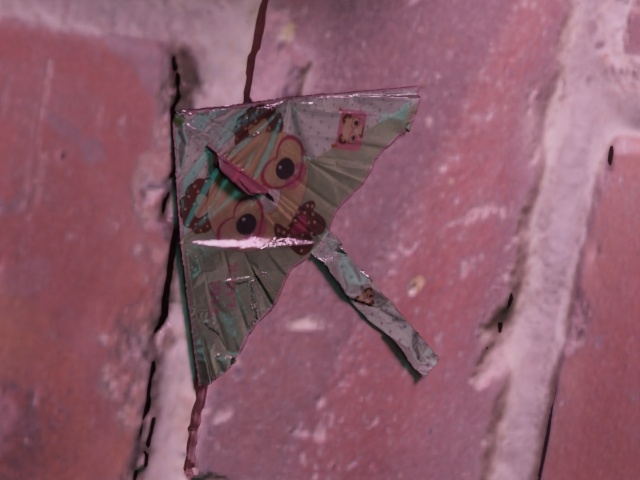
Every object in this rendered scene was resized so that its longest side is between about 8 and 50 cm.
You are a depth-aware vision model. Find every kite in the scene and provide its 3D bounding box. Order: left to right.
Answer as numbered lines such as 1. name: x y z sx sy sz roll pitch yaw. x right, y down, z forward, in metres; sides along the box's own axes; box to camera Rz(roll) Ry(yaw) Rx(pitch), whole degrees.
1. kite: -0.001 0.000 1.029 0.229 0.012 0.250 -51 121 -9
